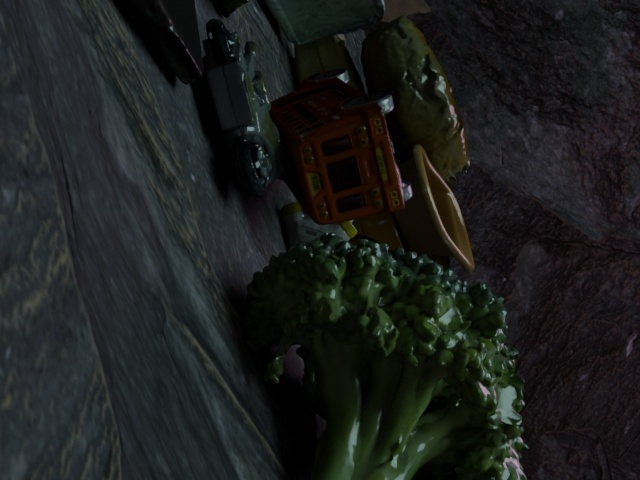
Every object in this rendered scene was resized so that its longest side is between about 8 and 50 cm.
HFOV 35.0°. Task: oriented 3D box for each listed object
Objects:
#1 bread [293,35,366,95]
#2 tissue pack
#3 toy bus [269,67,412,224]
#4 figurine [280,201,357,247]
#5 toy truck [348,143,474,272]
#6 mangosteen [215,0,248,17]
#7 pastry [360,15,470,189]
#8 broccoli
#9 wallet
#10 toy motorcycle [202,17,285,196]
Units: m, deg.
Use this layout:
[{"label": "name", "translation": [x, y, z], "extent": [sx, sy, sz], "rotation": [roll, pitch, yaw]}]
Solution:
[{"label": "bread", "translation": [0.040, -0.231, 1.876], "extent": [0.239, 0.111, 0.246], "rotation": [62, 12, -55]}, {"label": "tissue pack", "translation": [-0.048, -0.602, 1.770], "extent": [0.332, 0.205, 0.404], "rotation": [56, 19, -57]}, {"label": "toy bus", "translation": [0.009, -0.129, 1.339], "extent": [0.329, 0.153, 0.143], "rotation": [-123, -164, -69]}, {"label": "figurine", "translation": [0.001, -0.008, 1.436], "extent": [0.178, 0.109, 0.129], "rotation": [-54, 152, -77]}, {"label": "toy truck", "translation": [0.132, -0.007, 1.724], "extent": [0.204, 0.212, 0.288], "rotation": [-94, 159, -47]}, {"label": "mangosteen", "translation": [-0.089, -0.490, 1.347], "extent": [0.306, 0.359, 0.306], "rotation": [31, 26, -17]}, {"label": "pastry", "translation": [0.163, -0.249, 1.839], "extent": [0.329, 0.136, 0.329], "rotation": [-22, 90, -88]}, {"label": "broccoli", "translation": [0.085, 0.164, 1.112], "extent": [0.338, 0.277, 0.317], "rotation": [23, 70, -65]}, {"label": "wallet", "translation": [-0.194, -0.301, 1.013], "extent": [0.309, 0.042, 0.165], "rotation": [59, 15, -54]}, {"label": "toy motorcycle", "translation": [-0.089, -0.145, 1.208], "extent": [0.152, 0.073, 0.225], "rotation": [54, 21, -72]}]
